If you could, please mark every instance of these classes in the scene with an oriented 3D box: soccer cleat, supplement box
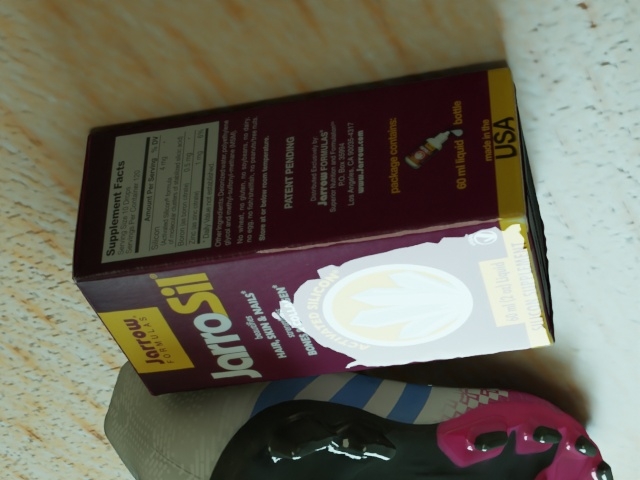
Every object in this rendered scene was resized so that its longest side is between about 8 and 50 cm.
[{"bbox_3d":[0.031,0.113,0.765,0.331,0.116,0.143,17,-174,-46],"label":"soccer cleat"},{"bbox_3d":[0.000,0.000,0.611,0.188,0.081,0.104,-8,144,12],"label":"supplement box"}]
